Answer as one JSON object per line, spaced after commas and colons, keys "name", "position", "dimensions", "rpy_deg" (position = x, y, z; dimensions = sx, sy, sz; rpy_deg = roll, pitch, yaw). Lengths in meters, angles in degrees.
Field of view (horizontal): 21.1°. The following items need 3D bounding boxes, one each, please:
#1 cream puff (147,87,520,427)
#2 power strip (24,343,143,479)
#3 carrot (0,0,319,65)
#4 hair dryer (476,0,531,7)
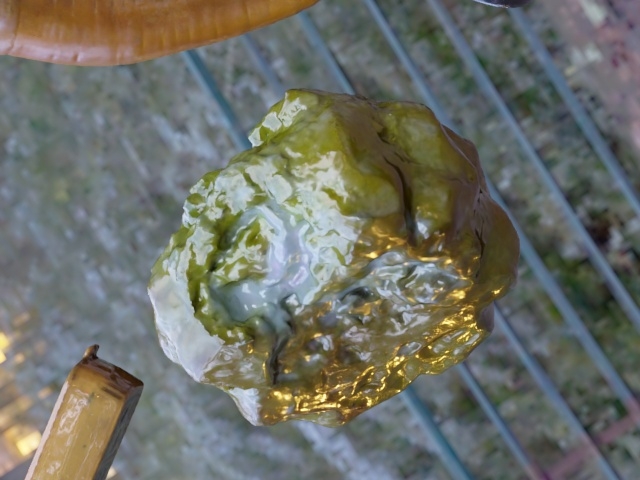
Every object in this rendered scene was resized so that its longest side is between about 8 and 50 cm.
{"name": "cream puff", "position": [-0.001, -0.001, 1.215], "dimensions": [0.282, 0.282, 0.185], "rpy_deg": [70, 180, -53]}
{"name": "power strip", "position": [-0.122, 0.131, 0.751], "dimensions": [0.028, 0.178, 0.049], "rpy_deg": [24, -176, 3]}
{"name": "carrot", "position": [-0.126, -0.155, 1.196], "dimensions": [0.062, 0.271, 0.066], "rpy_deg": [129, 141, -74]}
{"name": "hair dryer", "position": [0.090, -0.305, 1.469], "dimensions": [0.078, 0.248, 0.195], "rpy_deg": [-122, 36, -53]}
